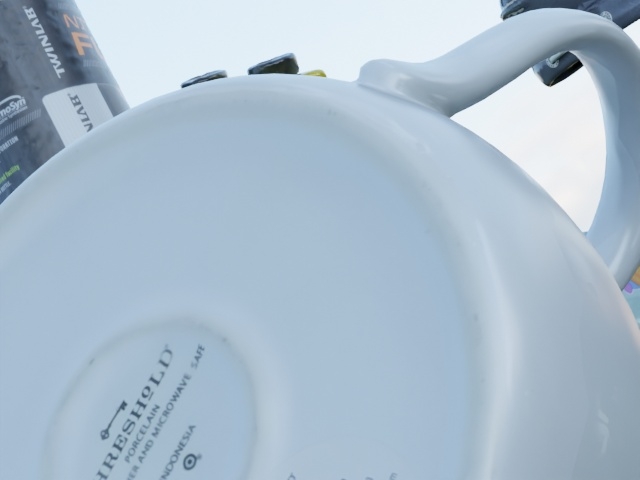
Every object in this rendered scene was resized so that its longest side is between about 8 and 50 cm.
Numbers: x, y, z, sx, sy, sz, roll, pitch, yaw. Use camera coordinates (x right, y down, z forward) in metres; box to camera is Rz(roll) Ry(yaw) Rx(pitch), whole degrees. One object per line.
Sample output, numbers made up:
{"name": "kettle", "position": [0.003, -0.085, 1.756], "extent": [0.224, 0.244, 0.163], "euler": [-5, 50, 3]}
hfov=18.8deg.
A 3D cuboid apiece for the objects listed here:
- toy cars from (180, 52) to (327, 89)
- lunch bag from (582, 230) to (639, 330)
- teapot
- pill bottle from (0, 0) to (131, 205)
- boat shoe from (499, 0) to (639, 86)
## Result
{"name": "toy cars", "position": [0.000, 0.000, 1.274], "extent": [0.087, 0.394, 0.176], "euler": [-24, -38, -31]}
{"name": "lunch bag", "position": [0.260, 0.089, 1.368], "extent": [0.279, 0.108, 0.224], "euler": [-5, -39, -3]}
{"name": "teapot", "position": [0.005, 0.081, 0.574], "extent": [0.256, 0.252, 0.187], "euler": [-28, -34, 22]}
{"name": "pill bottle", "position": [-0.224, -0.122, 1.412], "extent": [0.130, 0.245, 0.130], "euler": [-27, -14, -7]}
{"name": "boat shoe", "position": [0.173, -0.121, 0.844], "extent": [0.206, 0.065, 0.075], "euler": [-16, -1, 32]}
